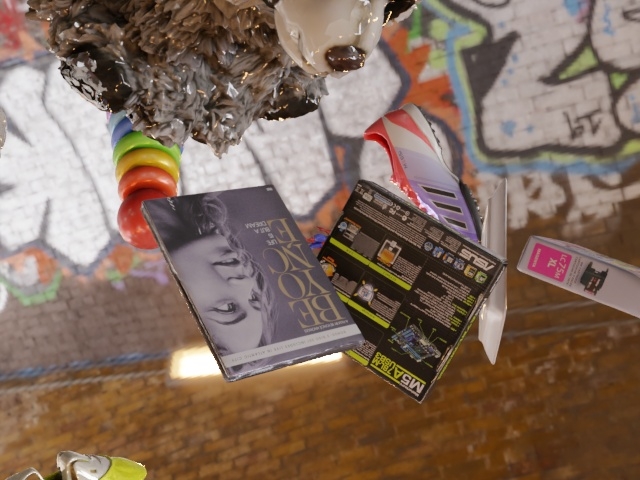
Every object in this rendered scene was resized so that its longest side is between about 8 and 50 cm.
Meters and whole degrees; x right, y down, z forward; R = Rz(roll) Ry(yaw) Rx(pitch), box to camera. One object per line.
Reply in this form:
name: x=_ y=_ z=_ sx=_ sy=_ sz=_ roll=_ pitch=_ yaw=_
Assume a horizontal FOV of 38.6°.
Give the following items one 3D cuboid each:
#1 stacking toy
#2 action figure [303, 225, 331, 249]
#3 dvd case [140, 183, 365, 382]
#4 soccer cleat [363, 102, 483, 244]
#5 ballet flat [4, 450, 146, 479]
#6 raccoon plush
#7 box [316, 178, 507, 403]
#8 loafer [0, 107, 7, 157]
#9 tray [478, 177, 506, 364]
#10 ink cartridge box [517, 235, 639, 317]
stacking toy: x=-0.264 y=-0.121 z=1.417 sx=0.141 sy=0.141 sz=0.330 roll=-16 pitch=-130 yaw=6
action figure: x=0.000 y=0.000 z=1.427 sx=0.030 sy=0.038 sz=0.115 roll=39 pitch=-156 yaw=32
dvd case: x=-0.071 y=0.034 z=0.948 sx=0.164 sy=0.221 sz=0.018 roll=-10 pitch=147 yaw=-35
soccer cleat: x=0.194 y=-0.098 z=1.674 sx=0.116 sy=0.318 sz=0.109 roll=-26 pitch=167 yaw=-8
ballet flat: x=-0.307 y=0.289 z=1.056 sx=0.231 sy=0.077 sz=0.077 roll=-19 pitch=-158 yaw=-35
raccoon plush: x=-0.076 y=-0.278 z=0.633 sx=0.216 sy=0.446 sz=0.299 roll=-14 pitch=159 yaw=-46
box: x=0.083 y=0.055 z=1.030 sx=0.190 sy=0.184 sz=0.045 roll=31 pitch=-169 yaw=17
loafer: x=-0.483 y=-0.098 z=0.937 sx=0.319 sy=0.112 sz=0.112 roll=-1 pitch=153 yaw=11
tray: x=0.271 y=0.045 z=1.444 sx=0.030 sy=0.145 sz=0.270 roll=5 pitch=-128 yaw=5
ink cartridge box: x=0.446 y=0.073 z=1.242 sx=0.311 sy=0.065 sz=0.185 roll=26 pitch=-169 yaw=33
